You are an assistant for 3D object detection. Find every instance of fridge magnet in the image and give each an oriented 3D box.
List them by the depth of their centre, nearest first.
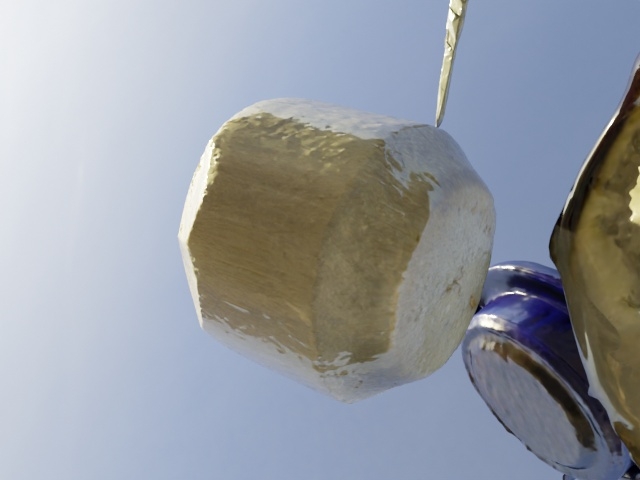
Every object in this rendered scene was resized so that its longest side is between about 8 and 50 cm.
[{"bbox_3d":[0.248,0.142,0.591,0.113,0.265,0.265,-32,-120,-19],"label":"fridge magnet"}]

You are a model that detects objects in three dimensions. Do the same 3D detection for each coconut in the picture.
[{"bbox_3d":[0.000,0.000,0.489,0.266,0.237,0.237,23,-85,33],"label":"coconut"}]

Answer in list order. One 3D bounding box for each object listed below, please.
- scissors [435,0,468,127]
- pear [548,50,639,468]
[{"bbox_3d":[0.171,-0.287,0.698,0.109,0.022,0.299,-136,-134,-57],"label":"scissors"},{"bbox_3d":[0.248,0.023,0.232,0.267,0.178,0.266,-29,-123,57],"label":"pear"}]
